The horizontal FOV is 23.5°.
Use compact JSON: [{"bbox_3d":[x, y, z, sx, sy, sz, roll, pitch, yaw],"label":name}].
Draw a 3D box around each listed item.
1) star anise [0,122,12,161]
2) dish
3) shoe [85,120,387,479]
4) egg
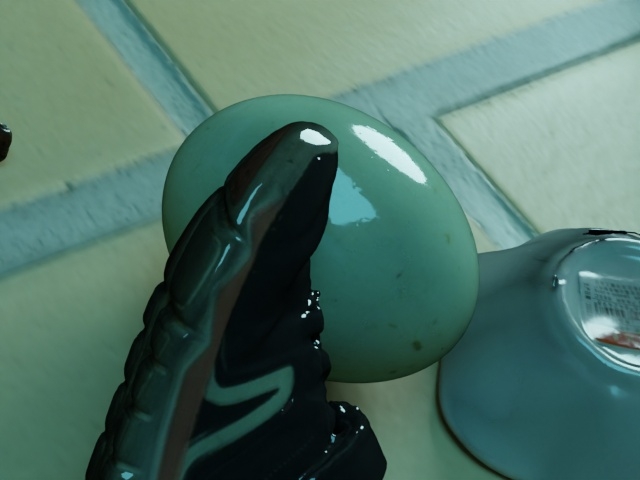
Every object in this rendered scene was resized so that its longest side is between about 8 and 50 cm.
[{"bbox_3d":[-0.275,-0.085,0.918,0.191,0.070,0.097,30,22,11],"label":"star anise"},{"bbox_3d":[0.180,0.059,0.919,0.229,0.081,0.229,9,49,-10],"label":"dish"},{"bbox_3d":[-0.029,0.086,0.744,0.137,0.114,0.290,18,89,-13],"label":"shoe"},{"bbox_3d":[0.000,0.000,0.868,0.192,0.149,0.149,35,49,6],"label":"egg"}]
